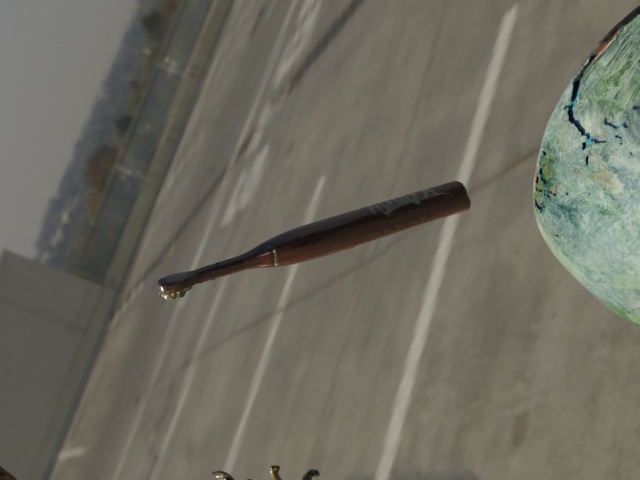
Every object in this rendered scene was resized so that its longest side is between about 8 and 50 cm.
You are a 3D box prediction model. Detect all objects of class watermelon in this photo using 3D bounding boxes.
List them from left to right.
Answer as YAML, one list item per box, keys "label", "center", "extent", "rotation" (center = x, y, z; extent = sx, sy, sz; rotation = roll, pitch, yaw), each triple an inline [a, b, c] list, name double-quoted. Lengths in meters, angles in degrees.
- label: "watermelon"
  center: [0.281, -0.049, 0.841]
  extent: [0.322, 0.188, 0.175]
  rotation: [-49, 35, 24]

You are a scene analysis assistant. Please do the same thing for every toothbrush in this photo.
- label: "toothbrush"
  center: [0.000, -0.001, 1.286]
  extent: [0.041, 0.364, 0.041]
  rotation: [47, 147, 46]

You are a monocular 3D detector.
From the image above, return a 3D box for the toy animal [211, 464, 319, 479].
- label: "toy animal"
  center: [-0.057, 0.325, 1.582]
  extent: [0.220, 0.069, 0.086]
  rotation: [12, 79, 37]

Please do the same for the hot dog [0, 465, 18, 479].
- label: "hot dog"
  center: [-0.294, 0.206, 0.864]
  extent: [0.160, 0.227, 0.099]
  rotation: [-60, -13, -80]
